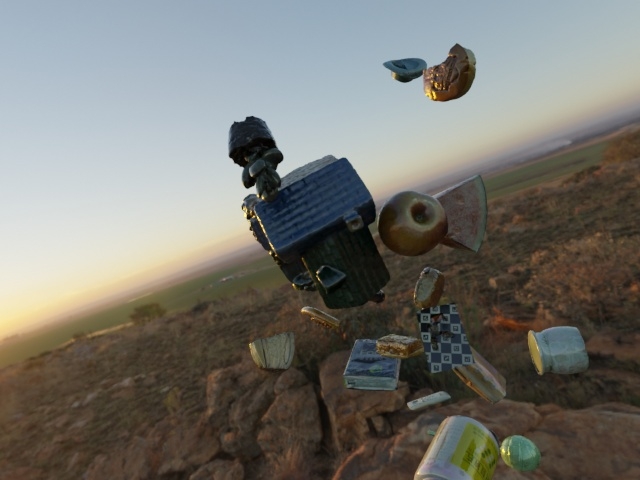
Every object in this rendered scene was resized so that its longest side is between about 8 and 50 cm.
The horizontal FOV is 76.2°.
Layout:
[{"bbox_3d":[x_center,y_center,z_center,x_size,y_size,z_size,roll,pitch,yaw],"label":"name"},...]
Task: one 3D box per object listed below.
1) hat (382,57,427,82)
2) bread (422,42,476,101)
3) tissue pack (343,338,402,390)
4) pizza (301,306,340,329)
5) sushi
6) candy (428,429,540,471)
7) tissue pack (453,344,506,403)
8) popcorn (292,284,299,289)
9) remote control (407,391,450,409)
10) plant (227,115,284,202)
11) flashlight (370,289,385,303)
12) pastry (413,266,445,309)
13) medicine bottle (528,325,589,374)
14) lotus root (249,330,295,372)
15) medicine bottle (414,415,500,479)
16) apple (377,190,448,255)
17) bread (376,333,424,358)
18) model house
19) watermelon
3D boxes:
[{"bbox_3d":[0.337,-0.680,1.649,0.191,0.138,0.078,-18,-42,-21],"label":"hat"},{"bbox_3d":[0.363,-0.454,1.141,0.086,0.125,0.156,-15,-6,-37],"label":"bread"},{"bbox_3d":[0.185,0.417,1.388,0.173,0.073,0.235,-4,14,18],"label":"tissue pack"},{"bbox_3d":[0.000,0.403,2.114,0.271,0.134,0.056,20,59,34],"label":"pizza"},{"bbox_3d":[0.539,0.427,1.801,0.193,0.279,0.043,-16,-27,9],"label":"sushi"},{"bbox_3d":[0.609,0.786,1.577,0.440,0.119,0.119,-10,9,45],"label":"candy"},{"bbox_3d":[0.716,0.603,1.865,0.123,0.256,0.215,-49,-16,18],"label":"tissue pack"},{"bbox_3d":[-0.067,0.122,2.110,0.250,0.235,0.241,-63,-3,-58],"label":"popcorn"},{"bbox_3d":[0.421,0.625,1.587,0.162,0.029,0.061,-19,-8,0],"label":"remote control"},{"bbox_3d":[-0.178,-0.235,1.192,0.149,0.274,0.146,-31,-38,11],"label":"plant"},{"bbox_3d":[0.220,0.249,1.909,0.093,0.093,0.232,-18,-19,34],"label":"flashlight"},{"bbox_3d":[0.531,0.238,1.988,0.100,0.229,0.218,21,37,32],"label":"pastry"},{"bbox_3d":[0.751,0.351,1.303,0.143,0.147,0.147,-10,6,15],"label":"medicine bottle"},{"bbox_3d":[-0.167,0.400,1.443,0.159,0.135,0.095,-5,-31,-3],"label":"lotus root"},{"bbox_3d":[0.431,0.768,1.326,0.214,0.213,0.379,-17,9,40],"label":"medicine bottle"},{"bbox_3d":[0.286,-0.054,1.283,0.211,0.211,0.188,-21,-13,-18],"label":"apple"},{"bbox_3d":[0.213,0.289,1.107,0.074,0.053,0.132,-11,-2,-37],"label":"bread"},{"bbox_3d":[0.000,0.000,1.342,0.395,0.445,0.400,-27,21,-5],"label":"model house"},{"bbox_3d":[0.449,-0.126,1.511,0.283,0.250,0.292,7,-22,42],"label":"watermelon"}]
